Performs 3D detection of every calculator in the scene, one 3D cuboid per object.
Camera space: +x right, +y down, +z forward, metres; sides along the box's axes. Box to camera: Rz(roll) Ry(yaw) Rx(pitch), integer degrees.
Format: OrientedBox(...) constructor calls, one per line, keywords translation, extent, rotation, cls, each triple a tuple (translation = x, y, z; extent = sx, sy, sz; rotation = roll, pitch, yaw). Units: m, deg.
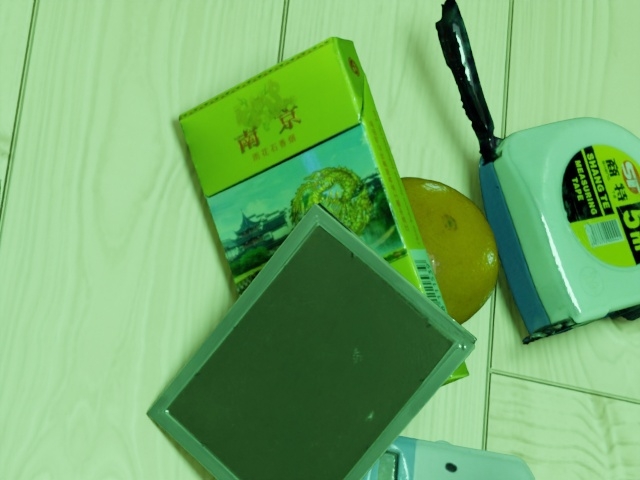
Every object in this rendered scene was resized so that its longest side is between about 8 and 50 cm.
OrientedBox(translation=(0.112, 0.250, 1.838), extent=(0.210, 0.039, 0.121), rotation=(12, 66, -18), cls="calculator")

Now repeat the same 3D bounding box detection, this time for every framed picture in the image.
OrientedBox(translation=(-0.010, 0.123, 1.741), extent=(0.197, 0.014, 0.252), rotation=(41, 97, 16), cls="framed picture")

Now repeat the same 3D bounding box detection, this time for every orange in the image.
OrientedBox(translation=(0.093, 0.016, 1.865), extent=(0.156, 0.124, 0.156), rotation=(19, 50, -24), cls="orange")

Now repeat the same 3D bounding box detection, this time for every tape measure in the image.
OrientedBox(translation=(0.235, -0.081, 1.955), extent=(0.215, 0.098, 0.351), rotation=(-13, 82, -36), cls="tape measure")

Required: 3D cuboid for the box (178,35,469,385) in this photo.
OrientedBox(translation=(0.000, 0.000, 1.803), extent=(0.047, 0.187, 0.335), rotation=(1, 67, -59), cls="box")
